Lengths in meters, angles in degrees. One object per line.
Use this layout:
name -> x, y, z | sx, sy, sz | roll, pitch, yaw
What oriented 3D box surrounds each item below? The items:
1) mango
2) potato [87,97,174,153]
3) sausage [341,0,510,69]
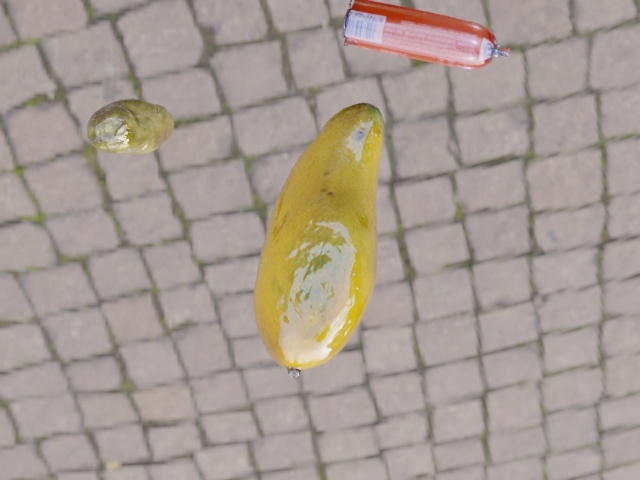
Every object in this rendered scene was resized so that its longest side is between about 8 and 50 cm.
mango -> 0.000, 0.000, 0.955 | 0.075, 0.190, 0.098 | 22, 154, -24
potato -> -0.150, -0.088, 1.130 | 0.046, 0.092, 0.045 | 26, 108, 22
sausage -> 0.092, -0.175, 1.242 | 0.145, 0.050, 0.048 | 13, 124, 14
